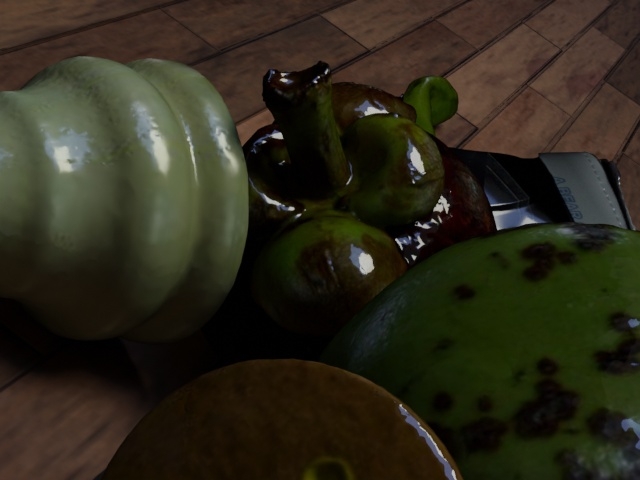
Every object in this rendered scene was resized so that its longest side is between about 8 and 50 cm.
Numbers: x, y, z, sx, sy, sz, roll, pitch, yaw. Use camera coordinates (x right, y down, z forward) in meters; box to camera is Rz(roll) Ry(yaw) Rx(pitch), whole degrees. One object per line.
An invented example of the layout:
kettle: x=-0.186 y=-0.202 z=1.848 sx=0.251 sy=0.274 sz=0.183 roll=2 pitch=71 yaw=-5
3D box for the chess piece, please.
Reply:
chess piece: x=-0.173 y=-0.022 z=0.659 sx=0.251 sy=0.144 sz=0.144 roll=1 pitch=38 yaw=-41

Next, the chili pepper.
chili pepper: x=0.082 y=-0.097 z=1.230 sx=0.050 sy=0.052 sz=0.202 roll=0 pitch=23 yaw=10

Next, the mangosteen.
mangosteen: x=0.006 y=0.008 z=0.762 sx=0.172 sy=0.172 sz=0.184 roll=39 pitch=9 yaw=13

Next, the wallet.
wallet: x=0.091 y=-0.002 z=0.930 sx=0.230 sy=0.069 sz=0.170 roll=-1 pitch=40 yaw=-9

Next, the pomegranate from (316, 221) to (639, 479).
pomegranate: x=0.117 y=0.106 z=0.614 sx=0.254 sy=0.270 sz=0.254 roll=53 pitch=22 yaw=-32

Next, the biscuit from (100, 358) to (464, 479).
biscuit: x=0.003 y=0.149 z=0.482 sx=0.236 sy=0.179 sz=0.039 roll=64 pitch=7 yaw=23
